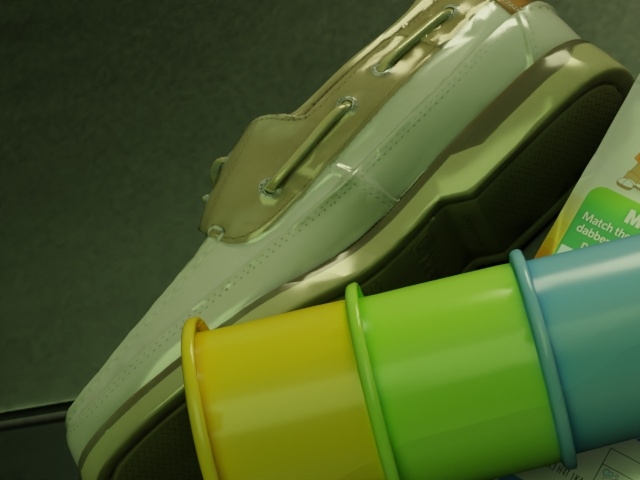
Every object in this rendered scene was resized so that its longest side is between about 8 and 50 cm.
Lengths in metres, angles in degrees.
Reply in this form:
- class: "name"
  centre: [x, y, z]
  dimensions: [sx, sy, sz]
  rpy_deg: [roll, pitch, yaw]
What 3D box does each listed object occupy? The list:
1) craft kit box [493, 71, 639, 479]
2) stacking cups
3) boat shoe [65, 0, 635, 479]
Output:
- class: "craft kit box"
  centre: [0.204, 0.048, 0.661]
  dimensions: [0.249, 0.061, 0.247]
  rpy_deg: [28, 82, 18]
- class: "stacking cups"
  centre: [0.112, 0.041, 0.616]
  dimensions: [0.316, 0.096, 0.096]
  rpy_deg: [-12, 64, 2]
- class: "boat shoe"
  centre: [0.000, 0.000, 0.750]
  dimensions: [0.302, 0.113, 0.103]
  rpy_deg: [-39, 59, -11]
